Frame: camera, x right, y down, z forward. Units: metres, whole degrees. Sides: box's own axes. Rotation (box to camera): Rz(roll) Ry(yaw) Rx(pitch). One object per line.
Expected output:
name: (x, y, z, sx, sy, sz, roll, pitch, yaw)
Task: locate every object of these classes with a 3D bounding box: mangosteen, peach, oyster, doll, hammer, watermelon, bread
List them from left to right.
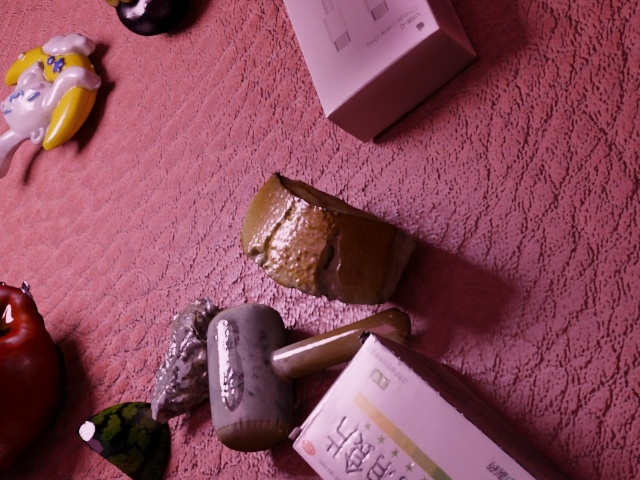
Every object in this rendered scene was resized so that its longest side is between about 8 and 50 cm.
peach: (-0.562, 0.243, 2.056, 0.258, 0.201, 0.361, 44, 115, 21)
doll: (-0.486, -0.246, 2.318, 0.252, 0.111, 0.237, -19, 60, 25)
watermelon: (-0.277, 0.307, 1.910, 0.135, 0.125, 0.094, 62, 146, 20)
mangosteen: (-0.289, -0.409, 2.184, 0.137, 0.151, 0.137, -20, 59, 38)
oyster: (-0.188, 0.168, 1.892, 0.125, 0.064, 0.177, -22, 55, 38)
hammer: (-0.014, 0.148, 1.717, 0.305, 0.113, 0.202, -23, 60, 27)
bread: (0.000, 0.000, 1.712, 0.257, 0.186, 0.124, 32, 100, 59)

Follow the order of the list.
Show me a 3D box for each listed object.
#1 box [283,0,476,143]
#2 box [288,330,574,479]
box: (0.078, -0.295, 1.835, 0.203, 0.106, 0.251, -36, 52, 23)
box: (0.134, 0.262, 1.493, 0.173, 0.145, 0.333, -55, 46, 6)
